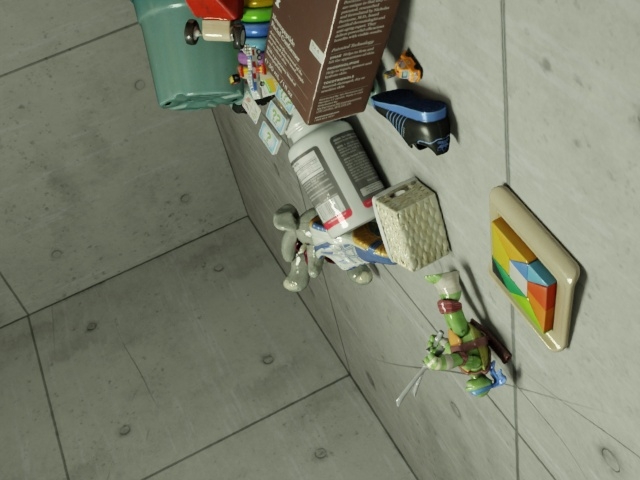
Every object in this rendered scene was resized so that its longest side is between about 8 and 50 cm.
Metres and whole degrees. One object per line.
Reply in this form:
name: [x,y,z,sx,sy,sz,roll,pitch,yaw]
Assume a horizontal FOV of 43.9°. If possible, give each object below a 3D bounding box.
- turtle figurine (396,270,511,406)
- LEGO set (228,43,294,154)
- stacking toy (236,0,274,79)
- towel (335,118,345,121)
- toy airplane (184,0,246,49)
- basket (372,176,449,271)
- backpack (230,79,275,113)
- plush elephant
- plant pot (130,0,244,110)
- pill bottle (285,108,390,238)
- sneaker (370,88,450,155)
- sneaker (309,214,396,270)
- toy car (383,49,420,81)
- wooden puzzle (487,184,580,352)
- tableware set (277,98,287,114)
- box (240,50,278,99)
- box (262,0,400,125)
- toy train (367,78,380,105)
turtle figurine: [0.241,0.208,1.675,0.274,0.198,0.266,-15,81,38]
LEGO set: [-0.158,-0.353,1.930,0.244,0.060,0.182,56,141,27]
stacking toy: [-0.153,-0.579,1.996,0.141,0.141,0.330,-137,41,-62]
towel: [-0.026,-0.405,2.088,0.336,0.040,0.243,56,166,40]
toy airplane: [-0.250,-0.604,1.720,0.384,0.386,0.272,1,81,54]
basket: [0.196,-0.030,1.686,0.103,0.113,0.167,39,152,57]
backpack: [-0.245,-0.522,2.523,0.188,0.166,0.144,58,166,16]
plush elephant: [0.000,0.000,2.257,0.255,0.272,0.330,-24,-66,-76]
plant pot: [-0.368,-0.568,2.329,0.341,0.341,0.334,173,89,-79]
pill bottle: [0.030,-0.180,1.930,0.318,0.176,0.176,62,169,2]
sneaker: [0.165,-0.222,1.482,0.232,0.081,0.090,-138,32,-60]
sneaker: [0.101,0.021,2.045,0.296,0.112,0.131,21,128,40]
toy car: [0.149,-0.306,1.479,0.060,0.040,0.122,64,169,4]
wooden puzzle: [0.345,0.054,1.341,0.221,0.044,0.239,57,166,37]
tableware set: [-0.101,-0.393,2.518,0.169,0.020,0.141,64,169,7]
box: [-0.161,-0.497,2.219,0.203,0.103,0.114,-103,-3,-51]
box: [0.022,-0.403,1.371,0.191,0.143,0.381,57,150,28]
toy train: [0.021,-0.372,1.714,0.334,0.142,0.190,-153,48,-72]
